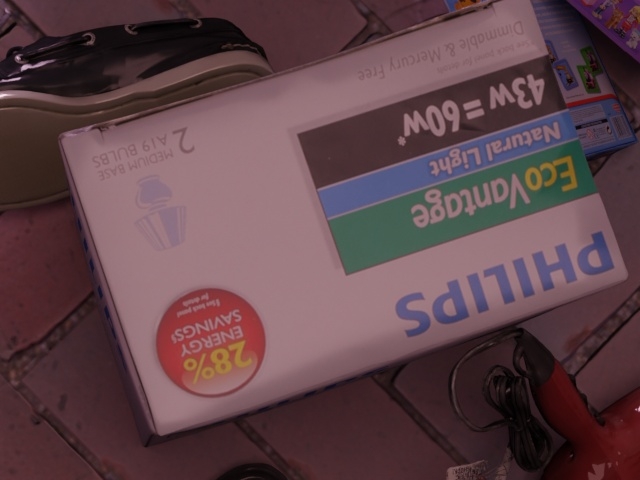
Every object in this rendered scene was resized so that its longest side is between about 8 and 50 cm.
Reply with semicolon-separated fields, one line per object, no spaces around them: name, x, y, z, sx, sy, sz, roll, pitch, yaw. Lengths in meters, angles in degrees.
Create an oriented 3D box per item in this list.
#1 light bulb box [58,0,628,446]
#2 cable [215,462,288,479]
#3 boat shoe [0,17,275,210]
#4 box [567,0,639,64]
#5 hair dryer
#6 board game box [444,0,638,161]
light bulb box;0.000;0.000;1.464;0.358;0.361;0.225;-18;85;-8
cable;-0.144;0.294;1.579;0.139;0.072;0.287;31;67;16
boat shoe;-0.210;-0.121;1.590;0.340;0.127;0.113;-17;48;-5
box;0.242;-0.291;1.638;0.293;0.057;0.201;41;49;1
hair dryer;0.215;0.160;1.549;0.293;0.224;0.080;-14;43;-34
board game box;0.181;-0.164;1.618;0.039;0.160;0.211;-26;84;36
